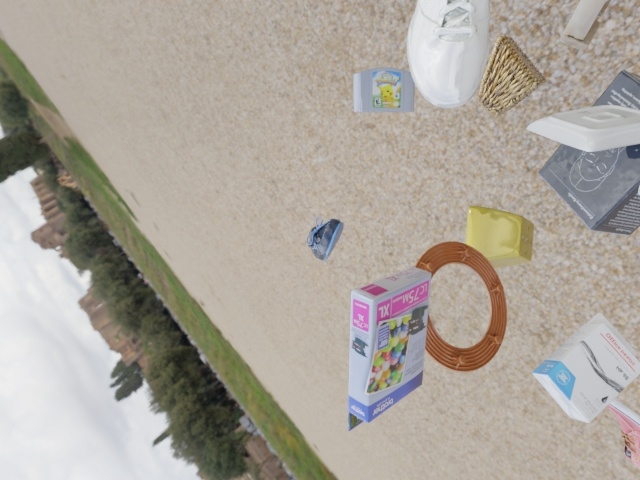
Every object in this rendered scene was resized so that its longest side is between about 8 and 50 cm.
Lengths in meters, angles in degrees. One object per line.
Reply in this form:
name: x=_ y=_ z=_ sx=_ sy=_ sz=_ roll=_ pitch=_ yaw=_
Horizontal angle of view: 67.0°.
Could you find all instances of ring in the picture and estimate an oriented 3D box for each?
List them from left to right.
ring: x=0.365 y=0.165 z=1.241 sx=0.336 sy=0.336 sz=0.032 roll=55 pitch=151 yaw=-6

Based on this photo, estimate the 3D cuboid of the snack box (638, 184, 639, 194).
snack box: x=0.657 y=-0.077 z=0.666 sx=0.187 sy=0.060 sz=0.322 roll=26 pitch=166 yaw=-14

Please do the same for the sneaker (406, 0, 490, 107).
sneaker: x=0.126 y=-0.235 z=0.444 sx=0.094 sy=0.080 sz=0.212 roll=-12 pitch=-73 yaw=-83

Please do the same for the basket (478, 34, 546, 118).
basket: x=0.674 y=-0.603 z=1.802 sx=0.213 sy=0.299 sz=0.223 roll=-38 pitch=88 yaw=35

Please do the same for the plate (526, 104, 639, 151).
plate: x=0.743 y=-0.308 z=1.278 sx=0.278 sy=0.277 sz=0.045 roll=-114 pitch=14 yaw=-63

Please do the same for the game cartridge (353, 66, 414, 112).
game cartridge: x=0.082 y=-0.193 z=0.621 sx=0.017 sy=0.083 sz=0.056 roll=-156 pitch=62 yaw=-72

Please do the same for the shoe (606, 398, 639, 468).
shoe: x=0.638 y=0.403 z=0.979 sx=0.178 sy=0.081 sz=0.063 roll=41 pitch=-174 yaw=8

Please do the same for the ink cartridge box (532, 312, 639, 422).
ink cartridge box: x=0.483 y=0.217 z=0.854 sx=0.104 sy=0.180 sz=0.060 roll=50 pitch=171 yaw=9

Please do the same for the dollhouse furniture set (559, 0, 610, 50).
dollhouse furniture set: x=0.809 y=-0.524 z=1.092 sx=0.394 sy=0.362 sz=0.256 roll=30 pitch=142 yaw=15

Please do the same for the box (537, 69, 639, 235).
box: x=0.938 y=-0.256 z=1.486 sx=0.395 sy=0.212 sz=0.293 roll=-61 pitch=36 yaw=37

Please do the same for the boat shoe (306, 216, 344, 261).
boat shoe: x=0.000 y=0.000 z=1.426 sx=0.089 sy=0.109 sz=0.258 roll=32 pitch=155 yaw=4

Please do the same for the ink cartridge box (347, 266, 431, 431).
ink cartridge box: x=0.136 y=0.222 z=0.956 sx=0.065 sy=0.186 sz=0.311 roll=21 pitch=117 yaw=42

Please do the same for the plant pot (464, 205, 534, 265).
plant pot: x=0.668 y=-0.007 z=1.787 sx=0.187 sy=0.212 sz=0.212 roll=1 pitch=171 yaw=41
